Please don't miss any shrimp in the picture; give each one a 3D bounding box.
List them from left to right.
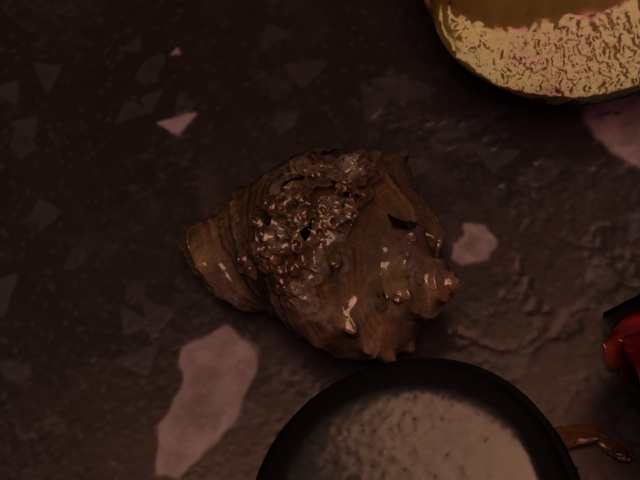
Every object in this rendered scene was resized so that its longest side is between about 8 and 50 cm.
[{"bbox_3d":[0.204,0.188,0.970,0.083,0.023,0.114,-25,64,-7],"label":"shrimp"}]

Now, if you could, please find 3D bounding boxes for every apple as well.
[{"bbox_3d":[0.212,-0.200,1.078,0.265,0.120,0.193,-11,79,5],"label":"apple"}]

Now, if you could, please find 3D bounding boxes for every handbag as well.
[{"bbox_3d":[0.072,0.232,0.918,0.254,0.093,0.308,-19,67,5],"label":"handbag"}]

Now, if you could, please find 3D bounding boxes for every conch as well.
[{"bbox_3d":[0.000,0.000,1.029,0.245,0.162,0.178,6,35,27],"label":"conch"}]

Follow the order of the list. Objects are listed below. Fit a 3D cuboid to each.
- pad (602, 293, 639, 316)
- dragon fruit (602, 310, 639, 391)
[{"bbox_3d":[0.334,-0.007,0.958,0.246,0.170,0.006,-27,84,-6],"label":"pad"},{"bbox_3d":[0.393,0.112,0.828,0.386,0.371,0.249,-13,100,36],"label":"dragon fruit"}]
